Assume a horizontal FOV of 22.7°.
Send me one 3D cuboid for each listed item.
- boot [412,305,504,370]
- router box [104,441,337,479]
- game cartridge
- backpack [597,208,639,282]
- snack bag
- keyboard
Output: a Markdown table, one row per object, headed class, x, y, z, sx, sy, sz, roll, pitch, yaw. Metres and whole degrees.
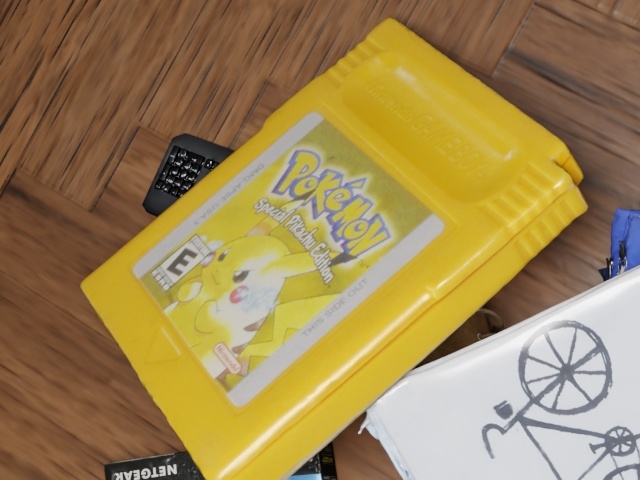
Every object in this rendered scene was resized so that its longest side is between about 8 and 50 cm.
| class | x | y | z | sx | sy | sz | roll | pitch | yaw |
| --- | --- | --- | --- | --- | --- | --- | --- | --- | --- |
| boot | 0.108 | 0.089 | 1.159 | 0.305 | 0.112 | 0.115 | 33 | 71 | 16 |
| router box | -0.072 | 0.225 | 1.223 | 0.179 | 0.046 | 0.133 | -11 | 78 | 17 |
| game cartridge | 0.000 | 0.000 | 1.135 | 0.323 | 0.053 | 0.285 | -43 | 38 | -1 |
| backpack | 0.241 | 0.041 | 1.118 | 0.098 | 0.101 | 0.120 | 7 | 87 | 27 |
| snack bag | 0.242 | 0.170 | 1.058 | 0.342 | 0.037 | 0.323 | -27 | 100 | 12 |
| keyboard | -0.057 | -0.015 | 1.263 | 0.192 | 0.038 | 0.100 | 21 | 88 | 22 |
